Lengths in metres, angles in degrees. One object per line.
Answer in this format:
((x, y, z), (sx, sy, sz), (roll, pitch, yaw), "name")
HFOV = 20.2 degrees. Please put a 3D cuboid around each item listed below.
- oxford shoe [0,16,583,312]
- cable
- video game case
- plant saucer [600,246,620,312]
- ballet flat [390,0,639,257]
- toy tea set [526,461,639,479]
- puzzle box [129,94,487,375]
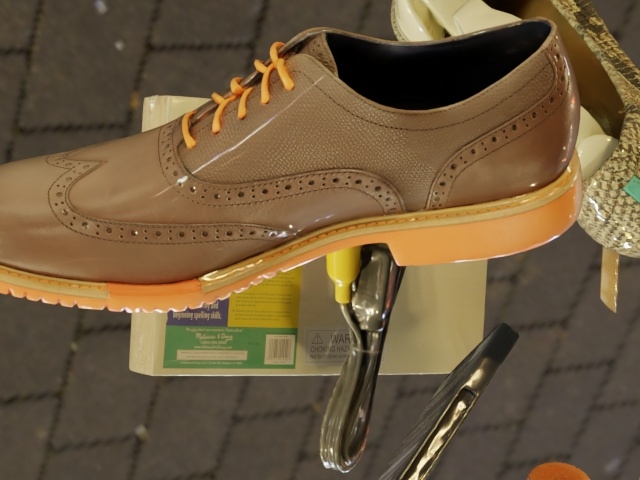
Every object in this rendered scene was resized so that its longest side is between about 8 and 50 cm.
((-0.036, -0.055, 0.994), (0.363, 0.130, 0.133), (-10, 127, -6), "oxford shoe")
((0.035, 0.077, 1.753), (0.139, 0.072, 0.287), (-32, 135, -63), "cable")
((0.076, 0.210, 1.624), (0.274, 0.026, 0.196), (-55, 178, -22), "video game case")
((0.251, 0.021, 1.549), (0.015, 0.083, 0.083), (3, 136, 10), "plant saucer")
((0.165, -0.168, 1.549), (0.164, 0.483, 0.182), (-48, 132, 12), "ballet flat")
((0.323, 0.309, 1.597), (0.200, 0.336, 0.124), (-18, 126, -33), "toy tea set")
((0.000, 0.000, 1.822), (0.409, 0.052, 0.272), (3, 92, -34), "puzzle box")
